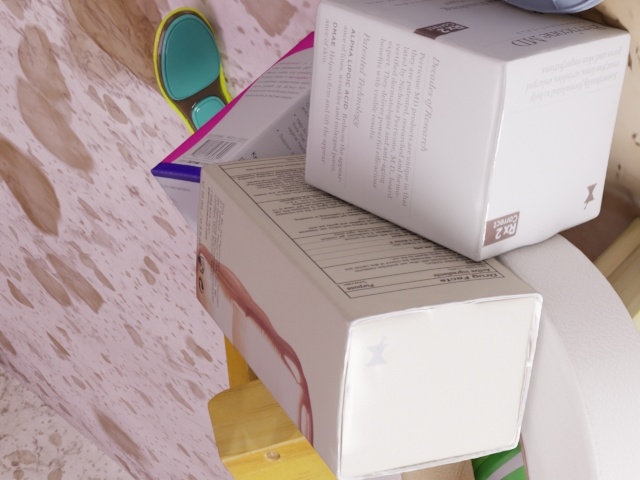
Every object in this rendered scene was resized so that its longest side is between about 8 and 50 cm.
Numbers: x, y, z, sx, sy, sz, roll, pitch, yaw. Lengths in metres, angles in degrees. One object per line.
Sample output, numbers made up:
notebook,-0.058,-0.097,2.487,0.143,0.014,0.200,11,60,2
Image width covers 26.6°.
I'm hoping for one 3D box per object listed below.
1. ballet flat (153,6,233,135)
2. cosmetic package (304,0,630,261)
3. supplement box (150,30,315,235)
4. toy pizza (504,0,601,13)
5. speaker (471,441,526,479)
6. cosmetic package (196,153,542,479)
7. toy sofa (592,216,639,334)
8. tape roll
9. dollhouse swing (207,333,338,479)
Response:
ballet flat,-0.143,-0.175,1.492,0.077,0.077,0.231,49,166,40
cosmetic package,0.106,-0.097,1.013,0.184,0.151,0.151,25,122,39
supplement box,-0.024,-0.087,1.231,0.111,0.220,0.114,12,141,56
toy pizza,0.134,-0.246,0.933,0.201,0.032,0.201,37,155,21
speaker,0.160,0.155,1.287,0.296,0.131,0.131,-113,0,-48
cosmetic package,0.022,0.043,1.028,0.296,0.153,0.129,-135,44,-57
toy sofa,0.332,0.161,1.117,0.362,0.150,0.177,51,162,-11
tape roll,0.136,0.174,1.070,0.392,0.072,0.392,175,90,-67
dollhouse swing,0.063,0.237,1.605,0.315,0.305,0.347,-20,124,23
